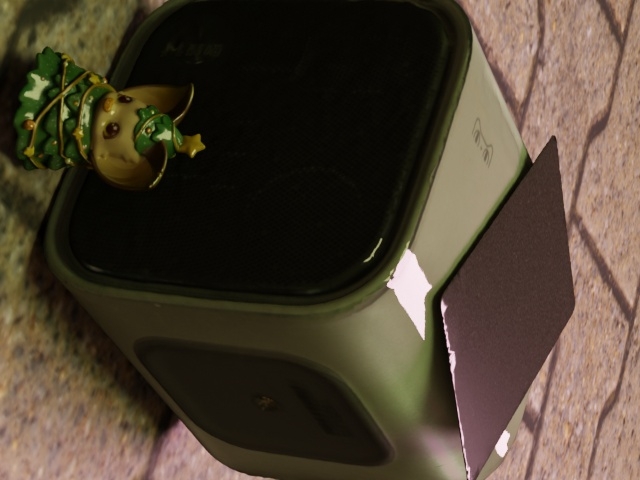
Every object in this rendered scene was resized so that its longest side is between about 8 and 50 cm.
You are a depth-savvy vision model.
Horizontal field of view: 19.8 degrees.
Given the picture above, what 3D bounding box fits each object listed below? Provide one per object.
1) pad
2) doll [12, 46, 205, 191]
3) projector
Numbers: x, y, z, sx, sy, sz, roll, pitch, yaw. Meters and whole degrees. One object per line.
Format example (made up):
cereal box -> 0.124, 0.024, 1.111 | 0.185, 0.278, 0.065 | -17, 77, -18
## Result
pad -> 0.124, 0.041, 1.174 | 0.211, 0.003, 0.142 | -49, 137, -49
doll -> -0.128, -0.063, 1.106 | 0.076, 0.113, 0.078 | 122, -12, -60
projector -> 0.000, 0.000, 1.204 | 0.249, 0.248, 0.248 | 57, 44, -51
